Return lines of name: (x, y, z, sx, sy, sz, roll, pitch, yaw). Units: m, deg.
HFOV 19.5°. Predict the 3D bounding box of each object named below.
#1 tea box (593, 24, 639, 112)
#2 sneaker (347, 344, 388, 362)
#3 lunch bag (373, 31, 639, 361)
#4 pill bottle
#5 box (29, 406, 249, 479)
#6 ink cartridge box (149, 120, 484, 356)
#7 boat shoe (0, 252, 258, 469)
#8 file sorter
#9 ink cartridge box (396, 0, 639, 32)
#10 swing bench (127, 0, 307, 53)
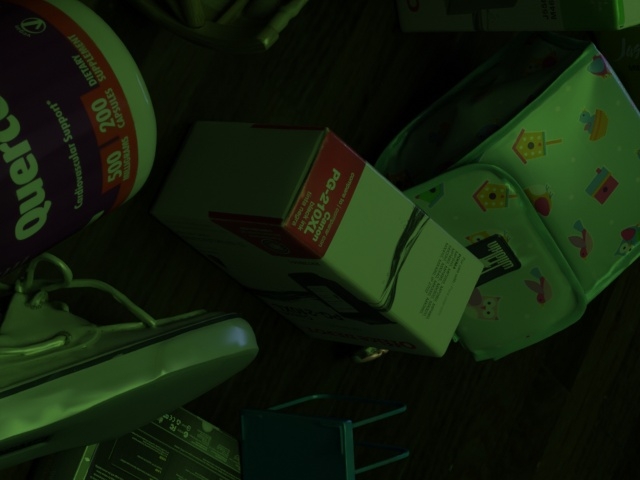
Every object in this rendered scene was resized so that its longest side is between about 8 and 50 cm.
tea box: (0.505, -0.223, 2.068, 0.329, 0.220, 0.323, -45, 123, -34)
sneaker: (0.053, 0.065, 1.765, 0.057, 0.047, 0.119, 55, 49, -25)
lunch bag: (0.187, -0.039, 1.758, 0.262, 0.160, 0.223, -42, 119, -9)
pill bottle: (-0.282, -0.044, 1.317, 0.323, 0.181, 0.181, -35, 117, -38)
box: (-0.143, 0.232, 1.566, 0.231, 0.056, 0.183, 35, 68, -41)
ink cartridge box: (0.000, 0.000, 1.610, 0.237, 0.172, 0.100, 39, 68, -40)
boat shoe: (-0.229, 0.083, 1.412, 0.367, 0.136, 0.156, -18, 73, -27)
file sorter: (0.012, 0.224, 1.601, 0.104, 0.118, 0.170, -10, 100, -48)
ink cartridge box: (0.188, -0.296, 1.708, 0.115, 0.273, 0.198, -21, 107, -40)
swing bench: (-0.072, -0.327, 1.526, 0.253, 0.165, 0.255, -49, 130, -32)
